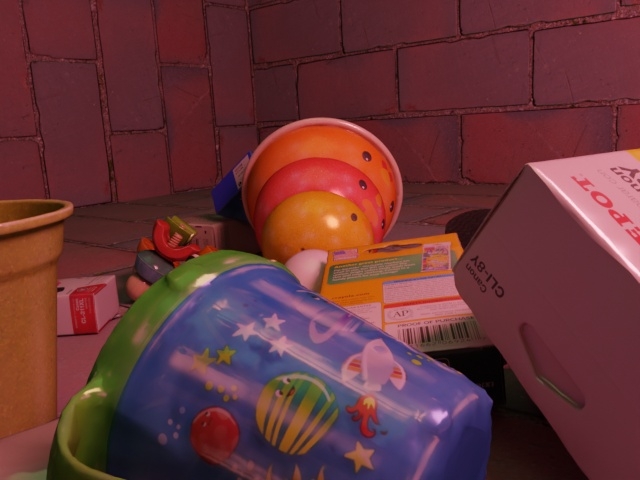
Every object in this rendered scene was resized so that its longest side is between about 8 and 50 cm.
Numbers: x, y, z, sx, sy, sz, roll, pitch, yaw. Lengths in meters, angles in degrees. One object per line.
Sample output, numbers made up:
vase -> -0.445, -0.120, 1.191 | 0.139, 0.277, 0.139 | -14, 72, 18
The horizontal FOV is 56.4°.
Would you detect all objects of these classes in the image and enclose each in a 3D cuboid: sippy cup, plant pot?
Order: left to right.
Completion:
plant pot -> -0.395, 0.099, 0.635 | 0.276, 0.253, 0.276 | -3, 12, 1
sippy cup -> -0.010, 0.145, 0.427 | 0.224, 0.240, 0.305 | 16, 43, 33

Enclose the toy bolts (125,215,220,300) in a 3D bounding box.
toy bolts -> -0.302, 0.064, 1.232 | 0.218, 0.158, 0.228 | 37, 2, 0

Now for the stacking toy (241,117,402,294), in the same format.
stacking toy -> 0.000, 0.000, 1.133 | 0.351, 0.350, 0.480 | -3, 30, 3

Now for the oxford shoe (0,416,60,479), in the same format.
oxford shoe -> -0.328, 0.200, 0.373 | 0.449, 0.130, 0.169 | -16, 16, -39

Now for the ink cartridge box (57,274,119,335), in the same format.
ink cartridge box -> -0.460, 0.115, 1.042 | 0.175, 0.072, 0.127 | -3, 12, -2

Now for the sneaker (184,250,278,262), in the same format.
sneaker -> -0.067, 0.092, 0.706 | 0.145, 0.147, 0.385 | 11, 0, 9

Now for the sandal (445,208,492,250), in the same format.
sandal -> 0.324, 0.052, 1.111 | 0.168, 0.107, 0.446 | -1, 24, 8

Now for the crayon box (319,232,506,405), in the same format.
crayon box -> 0.103, 0.095, 0.774 | 0.203, 0.083, 0.323 | -8, 21, 8

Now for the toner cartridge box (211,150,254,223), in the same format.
toner cartridge box -> -0.080, -0.097, 1.490 | 0.348, 0.075, 0.165 | 15, -43, -41

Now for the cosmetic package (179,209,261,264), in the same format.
cosmetic package -> -0.244, -0.016, 1.543 | 0.160, 0.113, 0.309 | 3, 12, 27

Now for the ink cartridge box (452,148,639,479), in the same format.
ink cartridge box -> 0.368, 0.053, 0.563 | 0.385, 0.160, 0.279 | -10, 52, -28
